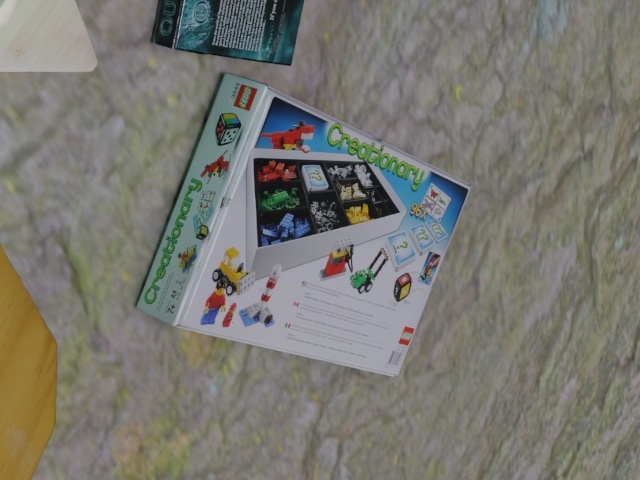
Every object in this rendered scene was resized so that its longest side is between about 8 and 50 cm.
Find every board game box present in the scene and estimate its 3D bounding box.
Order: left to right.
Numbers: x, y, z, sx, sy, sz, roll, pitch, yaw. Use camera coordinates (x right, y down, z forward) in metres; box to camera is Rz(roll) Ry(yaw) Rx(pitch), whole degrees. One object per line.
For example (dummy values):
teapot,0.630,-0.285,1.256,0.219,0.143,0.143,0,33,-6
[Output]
board game box,-0.052,-0.225,0.919,0.126,0.026,0.186,0,107,-49
board game box,0.000,0.000,1.059,0.305,0.053,0.193,20,92,-51

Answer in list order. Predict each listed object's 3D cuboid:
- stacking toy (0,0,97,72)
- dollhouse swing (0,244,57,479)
stacking toy,-0.185,-0.163,0.583,0.309,0.130,0.279,-17,127,-34
dollhouse swing,-0.335,0.124,0.635,0.347,0.315,0.305,73,12,-48
